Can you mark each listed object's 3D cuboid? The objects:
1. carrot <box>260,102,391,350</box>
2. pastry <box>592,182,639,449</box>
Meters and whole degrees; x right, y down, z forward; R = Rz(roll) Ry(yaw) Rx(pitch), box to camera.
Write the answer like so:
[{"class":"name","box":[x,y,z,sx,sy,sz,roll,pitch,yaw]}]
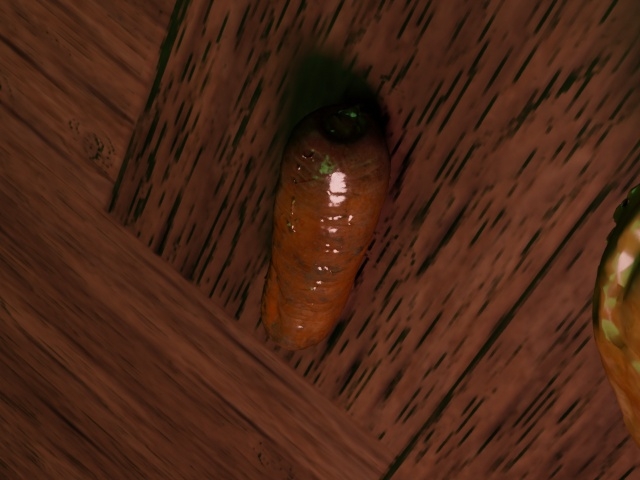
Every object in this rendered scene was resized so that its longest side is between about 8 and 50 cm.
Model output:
[{"class":"carrot","box":[0.000,0.000,0.880,0.060,0.060,0.186,32,141,17]},{"class":"pastry","box":[0.251,0.074,0.629,0.255,0.162,0.311,-1,118,55]}]
